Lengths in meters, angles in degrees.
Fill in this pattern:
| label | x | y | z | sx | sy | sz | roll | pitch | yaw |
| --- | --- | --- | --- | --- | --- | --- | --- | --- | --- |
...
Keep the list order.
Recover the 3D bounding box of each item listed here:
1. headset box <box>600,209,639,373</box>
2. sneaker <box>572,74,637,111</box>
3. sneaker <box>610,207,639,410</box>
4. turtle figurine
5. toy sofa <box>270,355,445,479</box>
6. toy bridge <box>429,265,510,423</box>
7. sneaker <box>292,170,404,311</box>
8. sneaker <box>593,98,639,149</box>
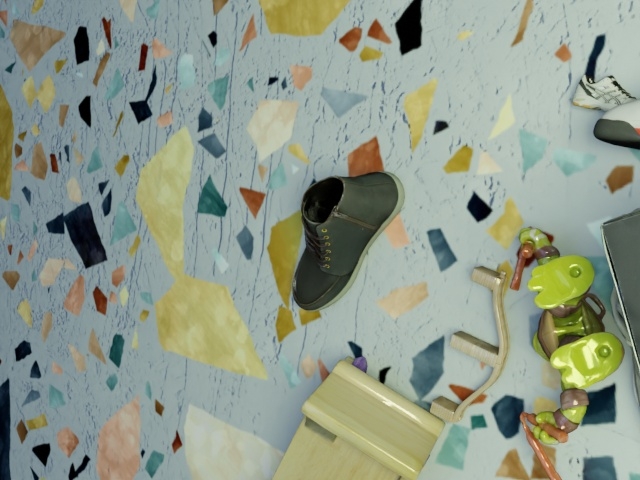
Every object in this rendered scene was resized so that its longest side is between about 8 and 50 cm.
| label | x | y | z | sx | sy | sz | roll | pitch | yaw |
| --- | --- | --- | --- | --- | --- | --- | --- | --- | --- |
| headset box | 0.372 | 0.015 | 0.585 | 0.246 | 0.283 | 0.131 | -22 | 76 | 42 |
| sneaker | 0.290 | -0.145 | 0.832 | 0.083 | 0.032 | 0.036 | 23 | 105 | 40 |
| sneaker | 0.306 | 0.092 | 0.755 | 0.099 | 0.121 | 0.262 | -14 | 81 | 41 |
| turtle figurine | 0.235 | 0.101 | 0.795 | 0.087 | 0.217 | 0.269 | -3 | 78 | 9 |
| toy sofa | 0.006 | 0.332 | 1.037 | 0.150 | 0.177 | 0.362 | 31 | 112 | 12 |
| toy bridge | 0.177 | 0.121 | 0.934 | 0.063 | 0.026 | 0.188 | 25 | 110 | 31 |
| sneaker | 0.000 | 0.000 | 1.041 | 0.083 | 0.118 | 0.222 | 49 | 121 | 31 |
| sneaker | 0.375 | -0.151 | 0.717 | 0.270 | 0.090 | 0.144 | 3 | 91 | 39 |
